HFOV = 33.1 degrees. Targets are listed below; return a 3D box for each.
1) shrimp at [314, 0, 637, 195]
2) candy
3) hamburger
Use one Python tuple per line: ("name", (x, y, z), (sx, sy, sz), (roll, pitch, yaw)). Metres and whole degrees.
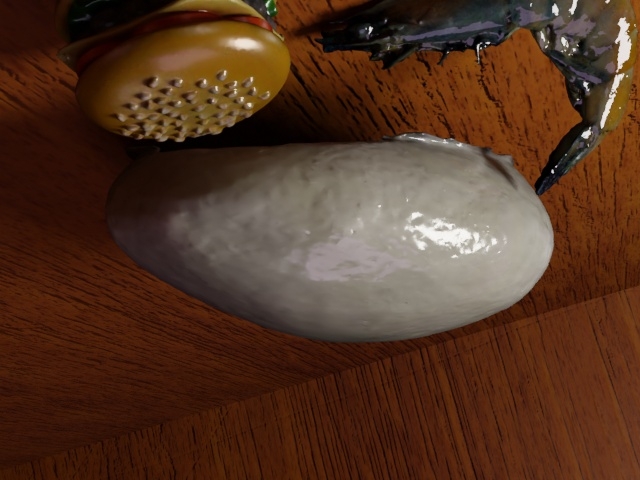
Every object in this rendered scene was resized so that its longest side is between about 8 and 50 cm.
("shrimp", (0.134, -0.123, 0.887), (0.262, 0.198, 0.051), (-10, -160, -1))
("candy", (0.000, 0.000, 1.007), (0.386, 0.186, 0.427), (-2, 170, 41))
("hamburger", (-0.100, -0.135, 0.733), (0.162, 0.115, 0.162), (-12, 164, -3))
